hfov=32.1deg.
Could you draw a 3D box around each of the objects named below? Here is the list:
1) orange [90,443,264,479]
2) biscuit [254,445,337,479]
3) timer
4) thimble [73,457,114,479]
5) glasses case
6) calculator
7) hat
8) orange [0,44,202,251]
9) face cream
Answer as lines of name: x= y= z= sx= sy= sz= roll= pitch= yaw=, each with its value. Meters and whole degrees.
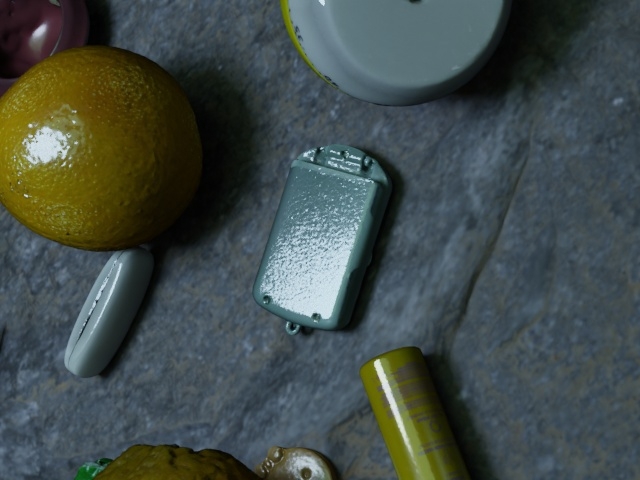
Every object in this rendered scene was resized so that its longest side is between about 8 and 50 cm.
orange: x=-0.162 y=0.404 z=1.232 sx=0.322 sy=0.322 sz=0.356 roll=-8 pitch=81 yaw=27
biscuit: x=-0.013 y=0.332 z=1.335 sx=0.134 sy=0.027 sz=0.184 roll=-17 pitch=73 yaw=26
timer: x=0.071 y=-0.296 z=1.310 sx=0.285 sy=0.285 sz=0.285 roll=-6 pitch=78 yaw=27
thimble: x=-0.267 y=0.345 z=1.418 sx=0.090 sy=0.118 sz=0.130 roll=10 pitch=104 yaw=26
glasses case: x=-0.284 y=0.095 z=1.498 sx=0.049 sy=0.074 sz=0.193 roll=27 pitch=94 yaw=26
calculator: x=0.000 y=0.000 z=1.380 sx=0.141 sy=0.045 sz=0.246 roll=16 pitch=88 yaw=30
hat: x=-0.413 y=-0.291 z=1.635 sx=0.206 sy=0.089 sz=0.205 roll=-6 pitch=74 yaw=23
orange: x=-0.289 y=-0.116 z=1.431 sx=0.274 sy=0.274 sz=0.274 roll=-6 pitch=78 yaw=27
face cream: x=0.124 y=0.256 z=1.246 sx=0.078 sy=0.078 sz=0.273 roll=-29 pitch=69 yaw=21
